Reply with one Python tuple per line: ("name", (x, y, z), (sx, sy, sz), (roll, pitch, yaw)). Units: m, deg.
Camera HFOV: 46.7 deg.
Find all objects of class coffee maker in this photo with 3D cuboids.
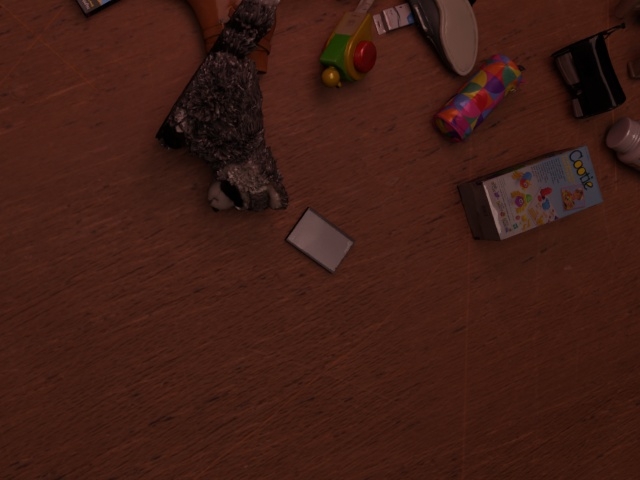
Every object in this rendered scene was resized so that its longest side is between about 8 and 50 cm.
("coffee maker", (0.656, -0.393, 1.760), (0.120, 0.171, 0.178), (-30, 100, -28))

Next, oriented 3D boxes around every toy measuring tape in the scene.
("toy measuring tape", (0.094, -0.461, 1.664), (0.121, 0.121, 0.330), (34, 69, -12))

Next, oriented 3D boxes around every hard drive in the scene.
("hard drive", (0.000, 0.000, 1.684), (0.135, 0.022, 0.094), (36, 83, -12))

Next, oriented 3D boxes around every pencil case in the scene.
("pencil case", (0.371, -0.330, 1.730), (0.236, 0.104, 0.104), (-44, 101, -8))

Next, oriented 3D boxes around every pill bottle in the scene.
("pill bottle", (0.820, -0.222, 1.831), (0.215, 0.117, 0.117), (24, 86, -14))

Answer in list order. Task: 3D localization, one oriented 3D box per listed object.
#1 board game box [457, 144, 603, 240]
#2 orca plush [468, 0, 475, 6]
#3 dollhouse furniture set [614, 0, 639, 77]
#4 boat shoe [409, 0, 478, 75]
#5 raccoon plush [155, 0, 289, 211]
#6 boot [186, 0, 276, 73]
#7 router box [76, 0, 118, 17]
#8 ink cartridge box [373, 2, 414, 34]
("board game box", (0.489, -0.110, 1.740), (0.276, 0.142, 0.144), (-19, 96, -12))
("orca plush", (0.269, -0.655, 1.692), (0.151, 0.102, 0.287), (-32, 99, -11))
("dollhouse furniture set", (0.833, -0.548, 1.840), (0.212, 0.161, 0.241), (-2, 70, -14))
("boat shoe", (0.269, -0.528, 1.699), (0.116, 0.099, 0.319), (-41, 120, -24))
("raccoon plush", (-0.122, -0.258, 1.501), (0.299, 0.216, 0.446), (32, 114, -16))
("boot", (-0.235, -0.472, 1.585), (0.284, 0.109, 0.220), (2, 95, -21))
("router box", (-0.479, -0.575, 1.540), (0.133, 0.046, 0.178), (-34, 99, -10))
("ink cartridge box", (0.169, -0.511, 1.709), (0.083, 0.028, 0.048), (-21, 96, -12))
